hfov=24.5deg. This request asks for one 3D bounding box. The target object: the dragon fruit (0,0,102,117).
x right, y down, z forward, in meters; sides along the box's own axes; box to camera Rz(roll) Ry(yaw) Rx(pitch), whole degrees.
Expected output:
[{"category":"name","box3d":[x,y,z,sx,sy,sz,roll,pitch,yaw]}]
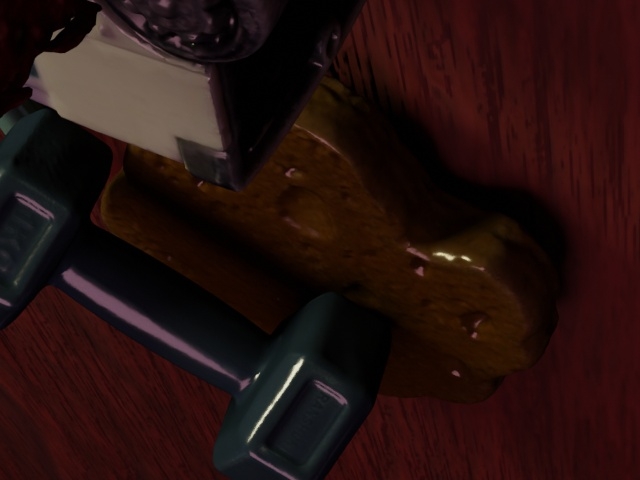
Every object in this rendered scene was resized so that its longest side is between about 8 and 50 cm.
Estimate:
[{"category":"dragon fruit","box3d":[-0.167,-0.071,0.428,0.240,0.330,0.302,16,154,-18]}]

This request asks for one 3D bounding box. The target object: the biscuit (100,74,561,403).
[{"category":"biscuit","box3d":[0.000,0.000,1.065,0.359,0.074,0.381,22,151,9]}]

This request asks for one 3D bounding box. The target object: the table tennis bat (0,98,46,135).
[{"category":"table tennis bat","box3d":[-0.256,-0.142,1.082,0.153,0.040,0.244,5,142,34]}]

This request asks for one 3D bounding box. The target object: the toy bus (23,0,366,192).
[{"category":"toy bus","box3d":[-0.101,-0.238,0.581,0.249,0.209,0.440,19,152,17]}]

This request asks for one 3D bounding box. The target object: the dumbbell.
[{"category":"dumbbell","box3d":[-0.112,0.049,1.036,0.316,0.156,0.143,33,125,-10]}]
